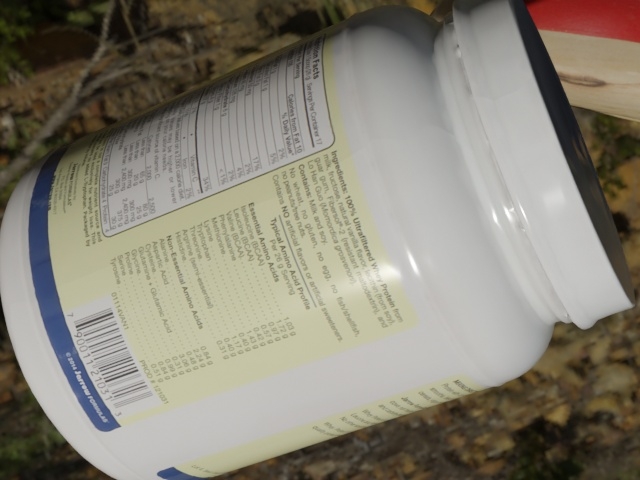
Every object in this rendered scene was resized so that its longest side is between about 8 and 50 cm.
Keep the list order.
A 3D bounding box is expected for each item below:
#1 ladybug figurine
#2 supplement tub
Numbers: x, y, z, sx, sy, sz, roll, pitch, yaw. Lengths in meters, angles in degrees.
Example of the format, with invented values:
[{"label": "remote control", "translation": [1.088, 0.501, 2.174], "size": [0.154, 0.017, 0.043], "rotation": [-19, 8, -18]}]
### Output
[{"label": "ladybug figurine", "translation": [0.329, -0.218, 1.212], "size": [0.450, 0.161, 0.305], "rotation": [17, -170, 25]}, {"label": "supplement tub", "translation": [0.000, 0.000, 0.674], "size": [0.325, 0.235, 0.235], "rotation": [-21, 173, 18]}]
